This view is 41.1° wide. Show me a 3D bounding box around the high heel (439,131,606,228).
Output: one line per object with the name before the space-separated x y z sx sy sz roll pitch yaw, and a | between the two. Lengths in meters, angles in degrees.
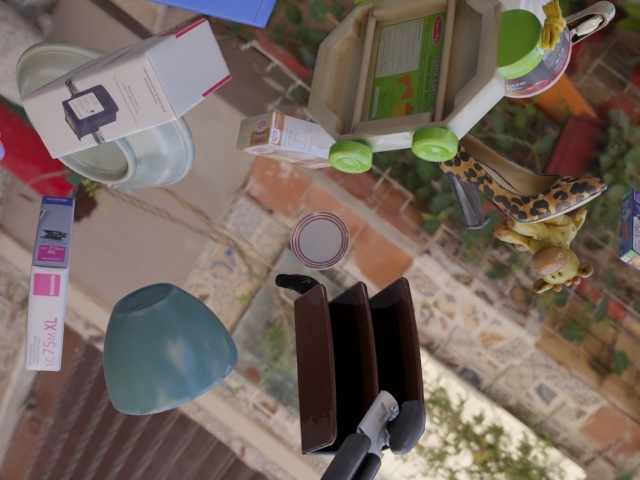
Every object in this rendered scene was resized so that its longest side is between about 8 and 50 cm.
high heel | 0.312 -0.123 1.369 0.261 0.186 0.093 -11 -162 39

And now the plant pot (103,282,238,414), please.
plant pot | -0.342 0.206 1.820 0.290 0.196 0.290 -16 -161 6

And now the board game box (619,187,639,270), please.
board game box | 0.702 -0.007 1.812 0.035 0.136 0.201 -51 -168 45

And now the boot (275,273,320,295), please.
boot | -0.038 0.100 1.949 0.099 0.121 0.045 12 90 -68

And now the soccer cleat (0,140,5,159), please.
soccer cleat | -0.510 -0.147 1.091 0.248 0.083 0.095 47 48 -57

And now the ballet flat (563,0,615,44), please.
ballet flat | 0.487 -0.405 1.638 0.168 0.057 0.052 -30 -158 49

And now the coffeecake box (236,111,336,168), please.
coffeecake box | -0.055 -0.201 1.734 0.142 0.185 0.068 1 -99 58

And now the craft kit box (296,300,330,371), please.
craft kit box | 0.061 0.264 2.099 0.061 0.246 0.250 -64 162 -44

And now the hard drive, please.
hard drive | -0.246 -0.586 1.875 0.210 0.318 0.040 124 -31 -52

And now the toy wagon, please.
toy wagon | 0.142 -0.222 1.075 0.068 0.344 0.267 37 56 -50

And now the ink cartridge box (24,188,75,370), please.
ink cartridge box | -0.442 0.051 1.402 0.311 0.065 0.186 -113 -148 -62

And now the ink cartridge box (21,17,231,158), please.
ink cartridge box | -0.275 -0.217 1.217 0.237 0.100 0.172 -11 -157 29

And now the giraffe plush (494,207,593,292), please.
giraffe plush | 0.510 0.023 1.904 0.181 0.210 0.171 134 -41 -52

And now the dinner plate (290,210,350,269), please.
dinner plate | 0.000 0.000 1.980 0.141 0.141 0.017 -53 162 -5

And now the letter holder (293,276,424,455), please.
letter holder | 0.069 0.227 1.574 0.214 0.151 0.302 -39 -131 53

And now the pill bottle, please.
pill bottle | 0.306 -0.354 1.419 0.176 0.176 0.318 -54 158 12

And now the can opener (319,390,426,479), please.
can opener | 0.080 0.333 1.313 0.095 0.076 0.283 -17 -161 35

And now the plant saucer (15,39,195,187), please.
plant saucer | -0.454 -0.220 1.726 0.101 0.400 0.400 -65 -177 -31
